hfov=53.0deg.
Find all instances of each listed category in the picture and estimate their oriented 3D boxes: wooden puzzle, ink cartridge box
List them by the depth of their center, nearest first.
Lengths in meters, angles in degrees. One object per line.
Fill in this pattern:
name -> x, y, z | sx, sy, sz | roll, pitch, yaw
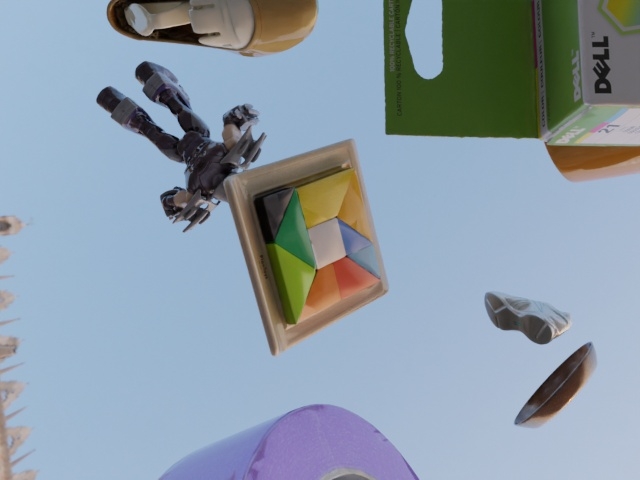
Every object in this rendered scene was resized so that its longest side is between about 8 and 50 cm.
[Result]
ink cartridge box -> 0.181, -0.176, 0.494 | 0.255, 0.097, 0.188 | 0, -97, -3
wooden puzzle -> 0.000, 0.000, 0.803 | 0.044, 0.239, 0.221 | -3, -74, 45

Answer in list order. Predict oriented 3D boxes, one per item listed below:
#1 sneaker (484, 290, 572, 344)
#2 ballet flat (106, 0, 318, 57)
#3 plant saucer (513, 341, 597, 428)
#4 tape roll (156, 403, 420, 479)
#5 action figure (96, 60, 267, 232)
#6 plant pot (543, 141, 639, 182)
sneaker -> 0.305, 0.111, 0.953 | 0.061, 0.152, 0.053 | -15, -70, -24
ballet flat -> -0.107, -0.201, 0.580 | 0.232, 0.073, 0.080 | 14, -53, 37
plant saucer -> 0.353, 0.220, 0.948 | 0.029, 0.168, 0.168 | 42, -80, 16
tape roll -> 0.004, 0.244, 0.380 | 0.090, 0.275, 0.275 | -28, -91, 23
action figure -> -0.171, -0.130, 0.855 | 0.185, 0.099, 0.285 | -45, -116, 1
plant pot -> 0.417, -0.171, 0.883 | 0.188, 0.205, 0.205 | -22, -90, 41
